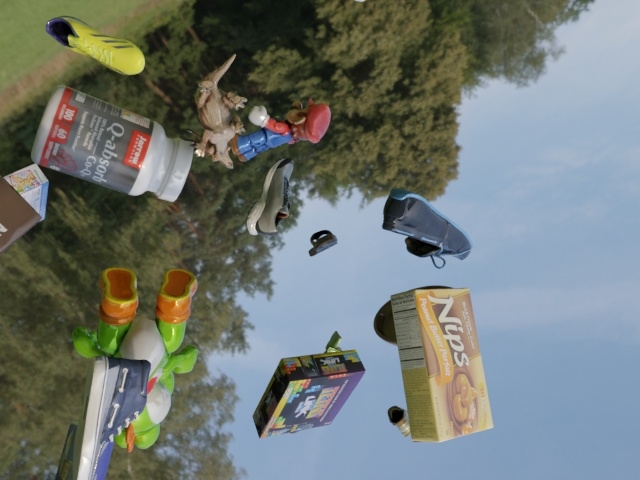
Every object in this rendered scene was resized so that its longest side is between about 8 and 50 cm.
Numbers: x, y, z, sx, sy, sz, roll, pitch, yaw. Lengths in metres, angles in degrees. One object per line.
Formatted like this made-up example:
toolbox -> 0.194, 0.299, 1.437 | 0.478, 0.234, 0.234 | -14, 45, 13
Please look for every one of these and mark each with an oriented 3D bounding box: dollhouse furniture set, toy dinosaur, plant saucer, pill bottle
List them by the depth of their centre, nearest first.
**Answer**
toy dinosaur -> -0.272, -0.318, 1.475 | 0.127, 0.295, 0.200 | -4, -163, -21
pill bottle -> -0.533, -0.240, 1.524 | 0.210, 0.363, 0.210 | -44, -144, 45
plant saucer -> 0.288, 0.219, 1.670 | 0.278, 0.041, 0.278 | -18, -157, 8
dollhouse furniture set -> 0.026, 0.309, 1.681 | 0.076, 0.059, 0.152 | -66, -165, 5

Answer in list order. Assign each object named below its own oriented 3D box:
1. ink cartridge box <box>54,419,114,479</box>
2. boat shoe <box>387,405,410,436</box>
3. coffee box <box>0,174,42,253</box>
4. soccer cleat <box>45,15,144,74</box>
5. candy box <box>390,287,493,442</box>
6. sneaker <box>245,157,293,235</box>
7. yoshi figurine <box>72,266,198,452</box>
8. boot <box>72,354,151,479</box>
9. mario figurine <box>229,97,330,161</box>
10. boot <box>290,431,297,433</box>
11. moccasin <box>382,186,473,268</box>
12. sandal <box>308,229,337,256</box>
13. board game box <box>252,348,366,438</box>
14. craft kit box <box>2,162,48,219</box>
ink cartridge box -> -0.523, 0.557, 1.265 | 0.307, 0.072, 0.303 | -16, -121, 54
boat shoe -> 0.184, 0.414, 1.378 | 0.050, 0.045, 0.135 | -41, -172, -8
coffee box -> -0.546, -0.012, 0.889 | 0.168, 0.119, 0.297 | -47, -159, -24
soccer cleat -> -0.596, -0.509, 1.543 | 0.121, 0.289, 0.093 | -33, 149, -61
candy box -> 0.267, 0.266, 1.290 | 0.183, 0.316, 0.087 | 2, 164, -38
sneaker -> -0.129, -0.128, 1.776 | 0.108, 0.100, 0.271 | 13, -113, 15
yoshi figurine -> -0.327, 0.208, 1.068 | 0.204, 0.362, 0.203 | 26, -151, 23
boot -> -0.303, 0.264, 0.851 | 0.069, 0.086, 0.190 | 13, -88, 60
mario figurine -> -0.126, -0.365, 1.824 | 0.321, 0.170, 0.198 | -17, -159, 5
boot -> -0.028, 0.473, 1.557 | 0.106, 0.037, 0.114 | -23, 159, -30
moccasin -> 0.245, -0.015, 1.416 | 0.138, 0.342, 0.116 | 21, -97, 50
sandal -> 0.000, 0.000, 1.688 | 0.090, 0.060, 0.219 | -26, 175, -4
board game box -> -0.022, 0.256, 0.971 | 0.141, 0.170, 0.048 | 0, -135, -28
craft kit box -> -0.725, -0.050, 1.273 | 0.247, 0.061, 0.250 | -38, -178, -32
